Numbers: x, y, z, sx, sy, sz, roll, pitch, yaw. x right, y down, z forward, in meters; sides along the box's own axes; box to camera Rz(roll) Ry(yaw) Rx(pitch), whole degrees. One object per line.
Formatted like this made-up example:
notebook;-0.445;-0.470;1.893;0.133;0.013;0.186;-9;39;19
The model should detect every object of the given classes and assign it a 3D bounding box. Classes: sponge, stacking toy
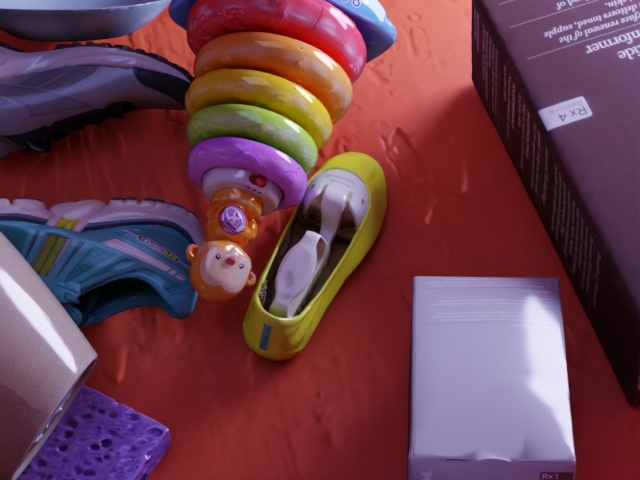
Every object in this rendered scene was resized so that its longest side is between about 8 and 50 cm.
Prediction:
sponge;-0.223;0.215;1.596;0.117;0.031;0.210;23;61;20
stacking toy;-0.060;-0.085;1.692;0.175;0.166;0.302;27;62;-25

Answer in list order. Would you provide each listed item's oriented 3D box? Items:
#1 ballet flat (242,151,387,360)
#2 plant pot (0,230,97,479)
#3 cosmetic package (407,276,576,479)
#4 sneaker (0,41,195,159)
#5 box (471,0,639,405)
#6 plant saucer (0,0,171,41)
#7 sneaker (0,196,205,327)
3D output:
ballet flat;0.000;0.000;1.693;0.077;0.077;0.231;21;60;12
plant pot;-0.323;0.066;1.553;0.274;0.256;0.256;33;63;1
cosmetic package;0.130;0.131;1.532;0.127;0.107;0.238;2;37;4
sneaker;-0.243;-0.126;1.803;0.272;0.100;0.108;0;83;0
box;0.279;-0.069;1.681;0.191;0.143;0.381;-18;58;-8
plant saucer;-0.231;-0.211;1.838;0.195;0.037;0.195;-2;14;0
sneaker;-0.235;0.026;1.687;0.275;0.107;0.110;-3;65;3
